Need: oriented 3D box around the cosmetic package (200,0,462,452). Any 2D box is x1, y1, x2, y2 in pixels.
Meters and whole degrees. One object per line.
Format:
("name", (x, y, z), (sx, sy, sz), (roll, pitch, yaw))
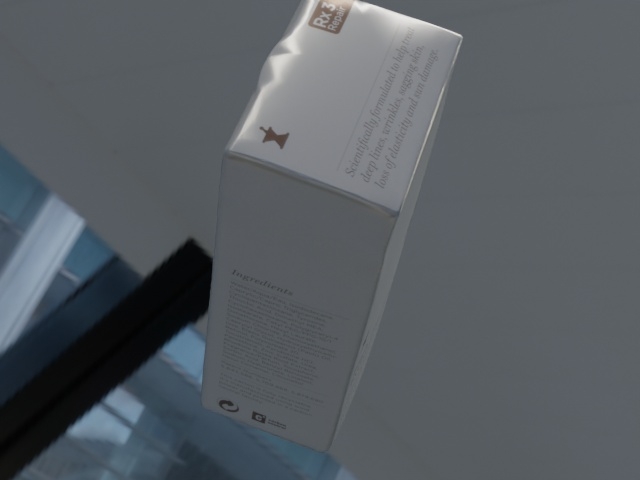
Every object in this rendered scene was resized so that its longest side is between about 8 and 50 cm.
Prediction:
("cosmetic package", (0.000, 0.000, 0.619), (0.085, 0.117, 0.231), (20, -35, 4))
